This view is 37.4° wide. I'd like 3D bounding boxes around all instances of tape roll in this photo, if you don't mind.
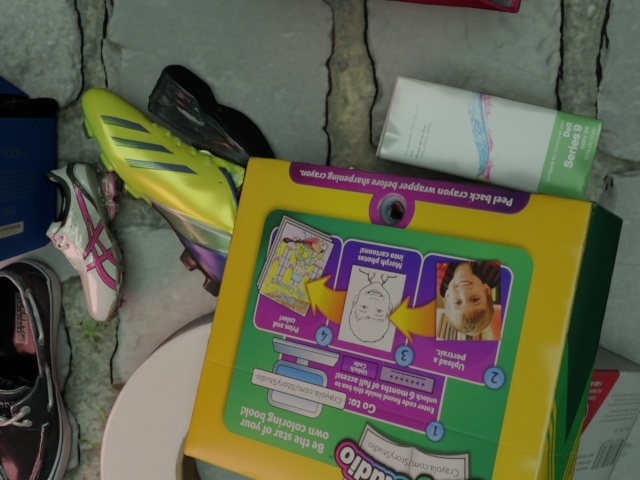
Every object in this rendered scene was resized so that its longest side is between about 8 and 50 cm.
[{"bbox_3d":[-0.057,0.264,1.100,0.392,0.072,0.392,1,100,5],"label":"tape roll"}]

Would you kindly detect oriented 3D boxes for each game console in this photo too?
[{"bbox_3d":[-0.404,-0.106,0.982,0.173,0.293,0.250,4,98,6],"label":"game console"}]

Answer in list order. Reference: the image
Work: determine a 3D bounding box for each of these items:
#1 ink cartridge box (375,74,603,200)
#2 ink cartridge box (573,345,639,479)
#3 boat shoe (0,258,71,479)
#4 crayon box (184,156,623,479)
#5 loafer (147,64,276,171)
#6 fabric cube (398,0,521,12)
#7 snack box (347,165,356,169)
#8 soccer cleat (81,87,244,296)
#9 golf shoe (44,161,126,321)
[{"bbox_3d":[0.171,-0.108,1.003,0.212,0.154,0.093,12,98,4],"label":"ink cartridge box"},{"bbox_3d":[0.203,0.249,1.000,0.131,0.226,0.306,29,101,38],"label":"ink cartridge box"},{"bbox_3d":[-0.356,0.175,1.107,0.108,0.102,0.301,5,97,4],"label":"boat shoe"},{"bbox_3d":[0.068,0.099,0.901,0.363,0.106,0.313,11,88,32],"label":"crayon box"},{"bbox_3d":[-0.123,-0.125,1.081,0.170,0.062,0.061,43,120,2],"label":"loafer"},{"bbox_3d":[0.053,-0.369,0.894,0.258,0.254,0.259,13,99,26],"label":"fabric cube"},{"bbox_3d":[0.000,0.000,1.097,0.064,0.022,0.178,42,98,-3],"label":"snack box"},{"bbox_3d":[-0.149,-0.069,1.062,0.121,0.093,0.289,-39,93,13],"label":"soccer cleat"},{"bbox_3d":[-0.272,0.003,1.086,0.086,0.067,0.186,-7,92,-27],"label":"golf shoe"}]
